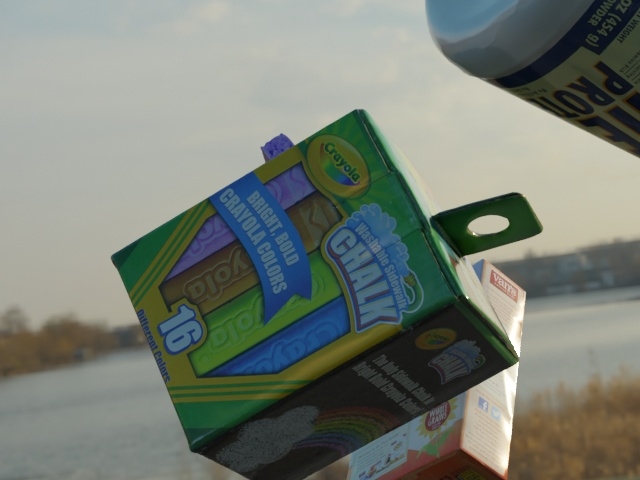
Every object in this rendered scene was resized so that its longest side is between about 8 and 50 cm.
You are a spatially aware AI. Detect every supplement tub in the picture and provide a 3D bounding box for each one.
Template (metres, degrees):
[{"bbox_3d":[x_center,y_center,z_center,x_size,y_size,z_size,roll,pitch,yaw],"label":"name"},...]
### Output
[{"bbox_3d":[0.262,-0.166,1.043,0.324,0.235,0.235,23,-15,-21],"label":"supplement tub"}]

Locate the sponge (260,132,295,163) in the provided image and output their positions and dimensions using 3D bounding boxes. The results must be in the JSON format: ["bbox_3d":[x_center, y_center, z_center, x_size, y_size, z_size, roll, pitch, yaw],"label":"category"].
[{"bbox_3d":[0.000,0.000,1.430,0.031,0.117,0.210,-31,-32,-9],"label":"sponge"}]

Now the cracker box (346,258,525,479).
[{"bbox_3d":[0.111,0.147,1.437,0.067,0.232,0.155,36,-47,-23],"label":"cracker box"}]

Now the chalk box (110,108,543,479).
[{"bbox_3d":[0.026,0.034,1.141,0.289,0.179,0.180,-30,-27,7],"label":"chalk box"}]
